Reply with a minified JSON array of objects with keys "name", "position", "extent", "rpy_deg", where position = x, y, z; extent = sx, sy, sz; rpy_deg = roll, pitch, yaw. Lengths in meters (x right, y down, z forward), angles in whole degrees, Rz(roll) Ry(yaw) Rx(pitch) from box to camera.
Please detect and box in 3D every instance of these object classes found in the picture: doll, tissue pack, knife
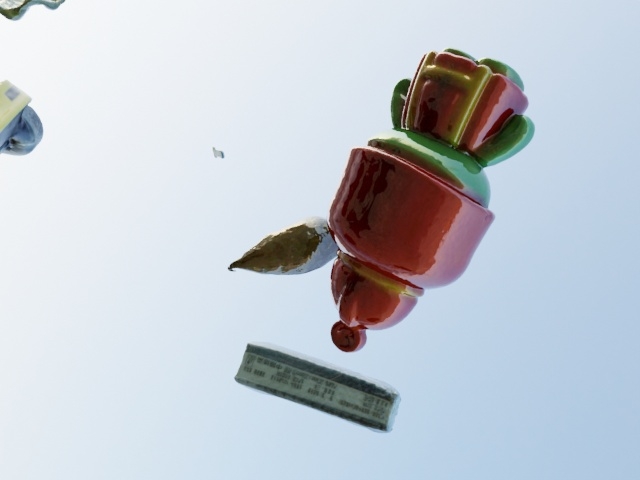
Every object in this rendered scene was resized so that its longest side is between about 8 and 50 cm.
[{"name":"doll","position":[0.099,-0.037,0.811],"extent":[0.182,0.160,0.363],"rpy_deg":[28,-80,29]},{"name":"tissue pack","position":[0.004,0.296,1.461],"extent":[0.315,0.228,0.103],"rpy_deg":[17,-102,11]},{"name":"knife","position":[-0.224,-0.193,1.603],"extent":[0.096,0.010,0.027],"rpy_deg":[-152,-132,-67]}]

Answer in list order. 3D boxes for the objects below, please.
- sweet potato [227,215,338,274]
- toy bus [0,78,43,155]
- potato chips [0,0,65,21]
[{"name":"sweet potato","position":[0.003,0.000,1.012],"extent":[0.075,0.269,0.075],"rpy_deg":[46,-35,46]},{"name":"toy bus","position":[-0.388,-0.037,0.641],"extent":[0.330,0.152,0.144],"rpy_deg":[-35,-155,37]},{"name":"potato chips","position":[-0.557,-0.329,1.004],"extent":[0.389,0.373,0.097],"rpy_deg":[38,-23,34]}]
